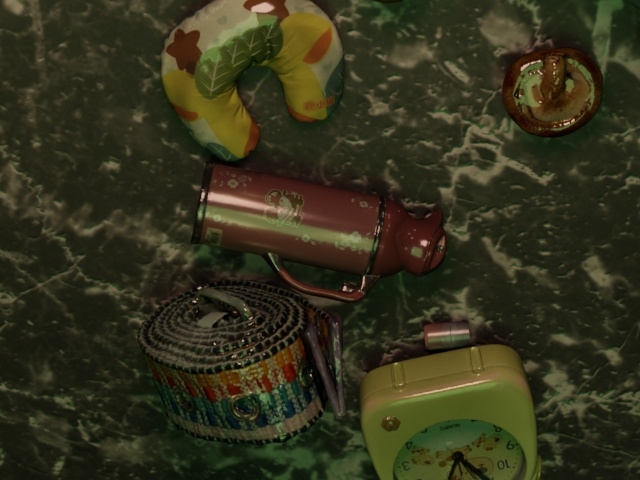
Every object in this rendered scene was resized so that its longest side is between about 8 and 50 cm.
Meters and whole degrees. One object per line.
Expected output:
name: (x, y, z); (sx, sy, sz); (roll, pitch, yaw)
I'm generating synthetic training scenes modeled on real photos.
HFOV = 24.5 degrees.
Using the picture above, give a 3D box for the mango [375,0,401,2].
mango: (0.090, -0.403, 1.726); (0.114, 0.156, 0.251); (10, 108, 18)

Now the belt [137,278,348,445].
belt: (-0.108, 0.145, 1.906); (0.207, 0.295, 0.160); (-27, 114, -24)

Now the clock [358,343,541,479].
clock: (0.189, 0.297, 2.058); (0.235, 0.096, 0.308); (-12, 122, 4)

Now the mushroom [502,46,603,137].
mushroom: (0.292, -0.185, 1.857); (0.127, 0.087, 0.127); (1, 111, 3)

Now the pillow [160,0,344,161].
pillow: (-0.084, -0.215, 1.856); (0.233, 0.086, 0.214); (-24, 123, 8)

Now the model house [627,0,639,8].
model house: (0.408, -0.405, 1.621); (0.339, 0.297, 0.360); (29, 86, -43)

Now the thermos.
thermos: (0.002, -0.007, 1.913); (0.330, 0.136, 0.109); (11, 138, -5)

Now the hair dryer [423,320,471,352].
hair dryer: (0.179, 0.164, 2.047); (0.063, 0.037, 0.114); (-6, 121, 5)
